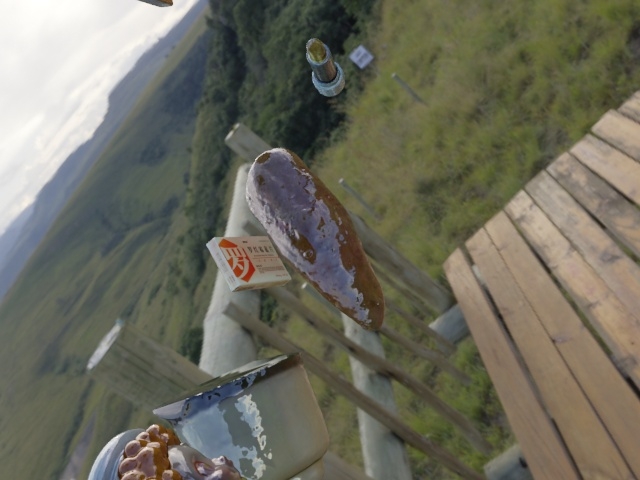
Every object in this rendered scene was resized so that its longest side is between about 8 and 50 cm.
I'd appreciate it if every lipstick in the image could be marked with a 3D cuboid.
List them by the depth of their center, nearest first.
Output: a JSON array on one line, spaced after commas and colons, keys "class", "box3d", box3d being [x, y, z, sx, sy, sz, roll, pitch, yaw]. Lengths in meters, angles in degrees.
[{"class": "lipstick", "box3d": [0.004, -0.188, 0.655, 0.037, 0.037, 0.116, -50, -8, 3]}]

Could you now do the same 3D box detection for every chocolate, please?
[{"class": "chocolate", "box3d": [-0.148, 0.422, 1.311, 0.326, 0.296, 0.314, -23, -8, 39]}]

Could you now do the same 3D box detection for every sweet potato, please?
[{"class": "sweet potato", "box3d": [0.000, 0.000, 0.720, 0.097, 0.251, 0.097, -32, -17, -11]}]

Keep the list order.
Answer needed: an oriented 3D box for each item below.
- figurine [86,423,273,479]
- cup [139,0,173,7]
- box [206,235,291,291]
[{"class": "figurine", "box3d": [-0.139, 0.401, 0.816, 0.224, 0.382, 0.205, 59, -128, -73]}, {"class": "cup", "box3d": [-0.273, -0.457, 0.878, 0.183, 0.264, 0.226, 0, 83, 30]}, {"class": "box", "box3d": [-0.073, 0.023, 0.635, 0.015, 0.058, 0.093, -37, -18, 25]}]
